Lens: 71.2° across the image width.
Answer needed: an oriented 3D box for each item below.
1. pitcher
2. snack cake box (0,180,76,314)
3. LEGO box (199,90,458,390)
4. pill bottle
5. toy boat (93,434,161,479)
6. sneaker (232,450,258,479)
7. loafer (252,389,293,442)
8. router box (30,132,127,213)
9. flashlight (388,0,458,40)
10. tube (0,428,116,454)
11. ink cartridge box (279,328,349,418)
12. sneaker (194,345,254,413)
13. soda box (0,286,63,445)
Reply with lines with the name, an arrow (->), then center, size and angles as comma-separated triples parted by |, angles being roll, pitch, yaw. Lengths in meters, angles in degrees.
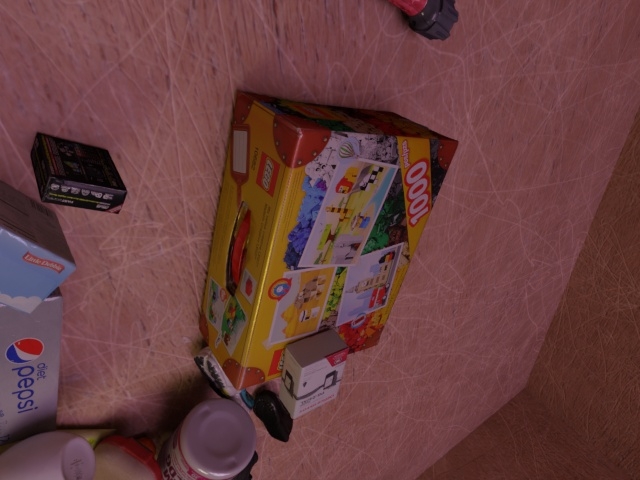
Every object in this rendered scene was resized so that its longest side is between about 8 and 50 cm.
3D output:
pitcher -> -0.468, 0.385, 0.726 | 0.207, 0.125, 0.178 | -21, 169, 4
snack cake box -> -0.433, -0.035, 0.510 | 0.089, 0.152, 0.264 | -46, 139, -2
LEGO box -> 0.000, 0.000, 0.877 | 0.372, 0.193, 0.500 | -7, 125, -38
pill bottle -> -0.268, 0.479, 0.989 | 0.160, 0.160, 0.283 | -2, 142, -40
toy boat -> -0.411, 0.489, 0.957 | 0.231, 0.151, 0.151 | -56, 178, 25
sneaker -> -0.262, 0.708, 1.267 | 0.130, 0.109, 0.286 | 9, 116, -51
loafer -> -0.125, 0.469, 1.233 | 0.078, 0.080, 0.220 | -59, 150, -41
router box -> -0.319, -0.088, 0.589 | 0.092, 0.122, 0.038 | 11, 119, -44
flashlight -> 0.117, -0.412, 0.730 | 0.304, 0.103, 0.103 | 6, 115, -42
tube -> -0.512, 0.388, 0.841 | 0.070, 0.062, 0.240 | -11, 155, 26
ink cartridge box -> -0.015, 0.258, 0.867 | 0.109, 0.063, 0.150 | -15, 130, -32
sneaker -> -0.190, 0.309, 1.025 | 0.110, 0.107, 0.275 | -45, 148, -31
soda box -> -0.465, 0.181, 0.693 | 0.098, 0.091, 0.286 | -5, 123, -39
